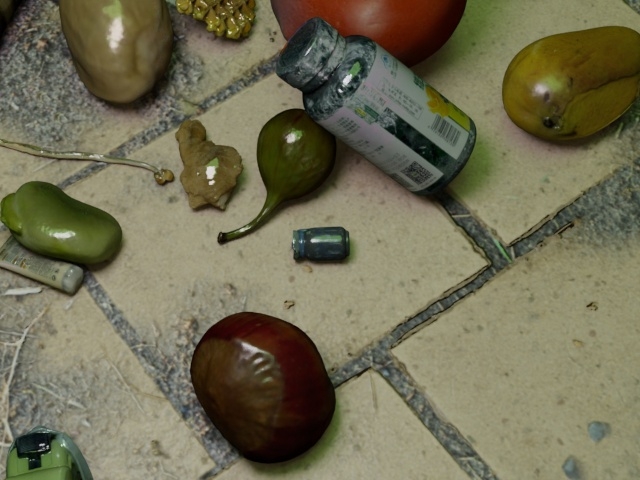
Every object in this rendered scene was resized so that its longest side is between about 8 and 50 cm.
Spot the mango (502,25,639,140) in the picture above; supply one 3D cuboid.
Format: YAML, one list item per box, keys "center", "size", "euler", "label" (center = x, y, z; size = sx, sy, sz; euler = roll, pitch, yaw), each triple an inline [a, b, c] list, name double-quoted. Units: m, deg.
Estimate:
- center: [0.394, -0.247, 1.936]
  size: [0.261, 0.130, 0.167]
  euler: [-21, 55, -20]
  label: "mango"

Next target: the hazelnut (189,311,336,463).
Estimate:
- center: [-0.074, 0.192, 1.659]
  size: [0.170, 0.160, 0.202]
  euler: [-23, 98, 0]
  label: "hazelnut"

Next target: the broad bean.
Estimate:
- center: [-0.372, -0.026, 1.812]
  size: [0.174, 0.082, 0.124]
  euler: [21, 31, 18]
  label: "broad bean"

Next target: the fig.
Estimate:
- center: [-0.067, -0.084, 1.855]
  size: [0.124, 0.124, 0.236]
  euler: [31, 81, 18]
  label: "fig"

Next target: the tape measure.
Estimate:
- center: [-0.326, 0.318, 1.552]
  size: [0.106, 0.200, 0.175]
  euler: [-12, 47, -3]
  label: "tape measure"

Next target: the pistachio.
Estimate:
- center: [-0.319, -0.340, 1.976]
  size: [0.181, 0.162, 0.293]
  euler: [-38, 60, 28]
  label: "pistachio"

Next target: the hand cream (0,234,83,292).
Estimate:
- center: [-0.402, 0.037, 1.815]
  size: [0.143, 0.039, 0.061]
  euler: [21, 59, 23]
  label: "hand cream"

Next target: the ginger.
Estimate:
- center: [-0.165, -0.124, 1.892]
  size: [0.096, 0.067, 0.165]
  euler: [-23, 59, 11]
  label: "ginger"

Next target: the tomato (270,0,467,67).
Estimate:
- center: [0.067, -0.398, 1.926]
  size: [0.321, 0.321, 0.322]
  euler: [0, 58, 0]
  label: "tomato"

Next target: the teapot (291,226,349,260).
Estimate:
- center: [0.000, -0.002, 1.826]
  size: [0.083, 0.049, 0.064]
  euler: [-1, 58, 0]
  label: "teapot"

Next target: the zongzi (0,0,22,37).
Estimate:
- center: [-0.602, -0.443, 2.065]
  size: [0.288, 0.134, 0.286]
  euler: [13, 52, 17]
  label: "zongzi"

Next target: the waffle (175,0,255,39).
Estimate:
- center: [-0.179, -0.400, 2.026]
  size: [0.191, 0.038, 0.191]
  euler: [25, 45, -29]
  label: "waffle"

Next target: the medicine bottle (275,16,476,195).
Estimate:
- center: [0.076, -0.194, 1.812]
  size: [0.293, 0.141, 0.141]
  euler: [34, 56, -24]
  label: "medicine bottle"

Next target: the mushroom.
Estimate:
- center: [-0.357, -0.125, 1.923]
  size: [0.286, 0.028, 0.026]
  euler: [13, 101, 9]
  label: "mushroom"
